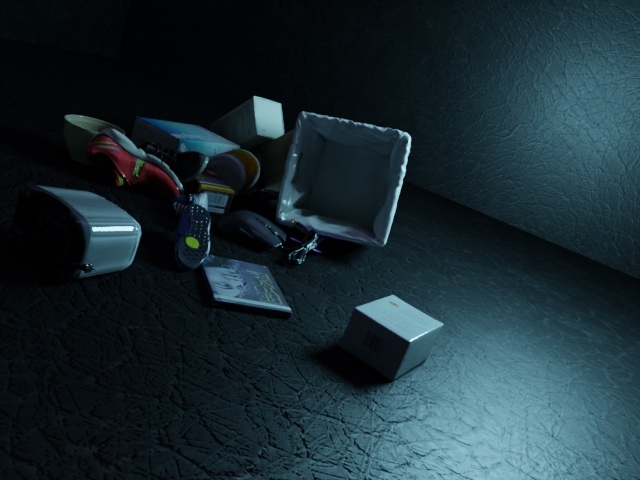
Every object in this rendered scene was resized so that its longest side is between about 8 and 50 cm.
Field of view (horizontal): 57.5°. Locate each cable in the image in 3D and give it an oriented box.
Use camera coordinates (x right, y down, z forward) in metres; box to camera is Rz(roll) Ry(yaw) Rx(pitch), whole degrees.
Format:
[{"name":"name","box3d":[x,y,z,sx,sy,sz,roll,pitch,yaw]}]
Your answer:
[{"name":"cable","box3d":[-0.150,-0.137,1.859,0.151,0.047,0.184,5,5,1]}]

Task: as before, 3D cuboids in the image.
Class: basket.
[{"name":"basket","box3d":[0.079,-0.175,1.725,0.331,0.328,0.266,14,5,9]}]

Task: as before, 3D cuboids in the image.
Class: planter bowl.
[{"name":"planter bowl","box3d":[-0.650,-0.277,1.652,0.162,0.109,0.162,19,16,-6]}]

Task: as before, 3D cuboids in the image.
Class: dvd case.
[{"name":"dvd case","box3d":[-0.164,0.091,1.231,0.165,0.018,0.221,13,18,-24]}]

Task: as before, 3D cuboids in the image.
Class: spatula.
[{"name":"spatula","box3d":[0.000,0.000,1.692,0.084,0.030,0.296,27,17,16]}]

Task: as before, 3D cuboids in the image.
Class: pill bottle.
[{"name":"pill bottle","box3d":[-0.275,-0.223,1.880,0.136,0.136,0.245,22,16,4]}]

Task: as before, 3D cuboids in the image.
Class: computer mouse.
[{"name":"computer mouse","box3d":[-0.127,-0.037,1.530,0.262,0.060,0.184,26,34,17]}]

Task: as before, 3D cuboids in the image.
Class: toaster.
[{"name":"toaster","box3d":[-0.432,-0.014,1.053,0.227,0.129,0.146,27,15,24]}]

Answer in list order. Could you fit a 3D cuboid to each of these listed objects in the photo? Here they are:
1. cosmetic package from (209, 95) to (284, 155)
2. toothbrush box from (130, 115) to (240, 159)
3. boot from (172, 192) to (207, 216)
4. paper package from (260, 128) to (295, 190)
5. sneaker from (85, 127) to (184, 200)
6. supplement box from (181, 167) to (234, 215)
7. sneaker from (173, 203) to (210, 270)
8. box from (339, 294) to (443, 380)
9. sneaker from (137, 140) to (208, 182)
[{"name":"cosmetic package","box3d":[-0.277,-0.402,2.169,0.129,0.153,0.296,4,-13,-42]},{"name":"toothbrush box","box3d":[-0.453,-0.310,1.962,0.216,0.126,0.295,28,19,26]},{"name":"boot","box3d":[-0.336,-0.071,1.483,0.086,0.069,0.190,0,20,-6]},{"name":"paper package","box3d":[-0.004,-0.289,2.093,0.325,0.168,0.310,-17,-14,41]},{"name":"sneaker","box3d":[-0.501,-0.178,1.567,0.279,0.107,0.118,34,58,-8]},{"name":"supplement box","box3d":[-0.335,-0.148,1.670,0.104,0.080,0.188,8,21,-35]},{"name":"sneaker","box3d":[-0.291,0.007,1.290,0.069,0.082,0.209,29,31,-25]},{"name":"box","box3d":[0.144,0.188,1.162,0.130,0.091,0.170,29,19,28]},{"name":"sneaker","box3d":[-0.415,-0.222,1.609,0.222,0.083,0.118,-4,-35,38]}]
